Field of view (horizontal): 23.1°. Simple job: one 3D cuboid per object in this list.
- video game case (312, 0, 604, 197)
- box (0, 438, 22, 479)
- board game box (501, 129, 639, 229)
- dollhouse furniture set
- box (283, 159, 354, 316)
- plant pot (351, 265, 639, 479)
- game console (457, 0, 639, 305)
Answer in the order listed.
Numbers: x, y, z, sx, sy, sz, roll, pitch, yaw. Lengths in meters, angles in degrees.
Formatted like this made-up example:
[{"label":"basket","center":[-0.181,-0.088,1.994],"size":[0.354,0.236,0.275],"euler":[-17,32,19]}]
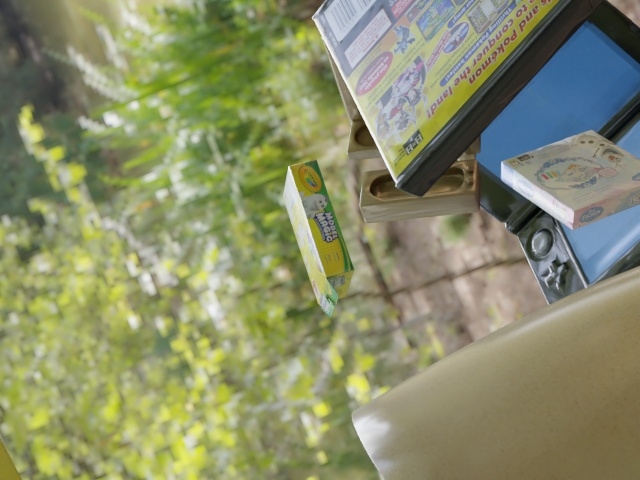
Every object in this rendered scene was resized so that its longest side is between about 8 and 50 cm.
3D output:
[{"label":"video game case","center":[0.122,-0.216,1.379],"size":[0.035,0.275,0.248],"euler":[20,-147,-39]},{"label":"box","center":[-0.255,0.137,1.074],"size":[0.087,0.058,0.232],"euler":[42,157,35]},{"label":"board game box","center":[0.201,-0.048,1.200],"size":[0.090,0.090,0.020],"euler":[40,142,48]},{"label":"dollhouse furniture set","center":[0.078,-0.117,1.531],"size":[0.123,0.144,0.151],"euler":[70,-159,-43]},{"label":"box","center":[0.000,0.000,1.973],"size":[0.105,0.043,0.179],"euler":[105,150,-69]},{"label":"plant pot","center":[0.205,0.125,0.969],"size":[0.256,0.274,0.256],"euler":[52,-177,-3]},{"label":"game console","center":[0.279,-0.092,1.748],"size":[0.293,0.173,0.250],"euler":[-48,43,30]}]
